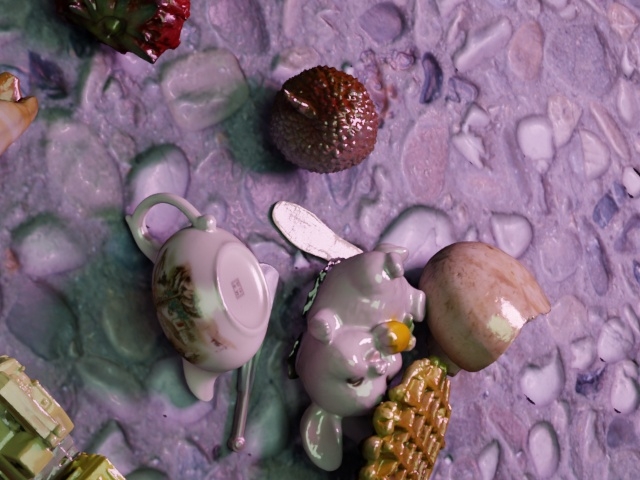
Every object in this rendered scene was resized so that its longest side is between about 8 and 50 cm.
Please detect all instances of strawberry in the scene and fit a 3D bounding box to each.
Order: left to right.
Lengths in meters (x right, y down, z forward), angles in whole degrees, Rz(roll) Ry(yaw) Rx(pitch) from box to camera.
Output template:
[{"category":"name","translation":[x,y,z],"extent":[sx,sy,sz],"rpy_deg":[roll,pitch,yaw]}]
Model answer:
[{"category":"strawberry","translation":[-0.260,-0.355,1.505],"extent":[0.184,0.187,0.201],"rpy_deg":[69,28,-47]}]

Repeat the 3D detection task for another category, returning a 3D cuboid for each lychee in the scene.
[{"category":"lychee","translation":[0.003,-0.181,1.653],"extent":[0.197,0.165,0.165],"rpy_deg":[19,68,-65]}]

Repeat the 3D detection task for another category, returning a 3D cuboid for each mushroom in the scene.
[{"category":"mushroom","translation":[0.235,0.100,1.763],"extent":[0.189,0.195,0.254],"rpy_deg":[54,27,7]}]

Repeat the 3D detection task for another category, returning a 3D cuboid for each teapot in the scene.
[{"category":"teapot","translation":[-0.163,0.071,1.522],"extent":[0.204,0.139,0.298],"rpy_deg":[-17,89,-62]}]

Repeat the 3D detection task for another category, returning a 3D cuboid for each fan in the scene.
[{"category":"fan","translation":[-0.098,0.169,1.615],"extent":[0.057,0.023,0.281],"rpy_deg":[19,72,-40]}]

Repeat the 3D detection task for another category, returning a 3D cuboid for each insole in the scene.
[{"category":"insole","translation":[0.000,0.000,1.716],"extent":[0.192,0.010,0.063],"rpy_deg":[32,66,-26]}]

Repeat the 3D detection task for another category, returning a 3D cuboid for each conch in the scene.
[{"category":"conch","translation":[-0.464,-0.126,1.375],"extent":[0.158,0.127,0.255],"rpy_deg":[44,32,13]}]

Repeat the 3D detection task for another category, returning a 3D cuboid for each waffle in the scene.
[{"category":"waffle","translation":[0.129,0.321,1.653],"extent":[0.300,0.058,0.281],"rpy_deg":[-53,146,-42]}]

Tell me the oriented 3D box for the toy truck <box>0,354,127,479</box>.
[{"category":"toy truck","translation":[-0.342,0.262,1.351],"extent":[0.124,0.157,0.272],"rpy_deg":[-46,107,-31]}]

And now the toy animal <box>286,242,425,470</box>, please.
[{"category":"toy animal","translation":[0.053,0.167,1.646],"extent":[0.208,0.154,0.325],"rpy_deg":[-2,104,-55]}]
